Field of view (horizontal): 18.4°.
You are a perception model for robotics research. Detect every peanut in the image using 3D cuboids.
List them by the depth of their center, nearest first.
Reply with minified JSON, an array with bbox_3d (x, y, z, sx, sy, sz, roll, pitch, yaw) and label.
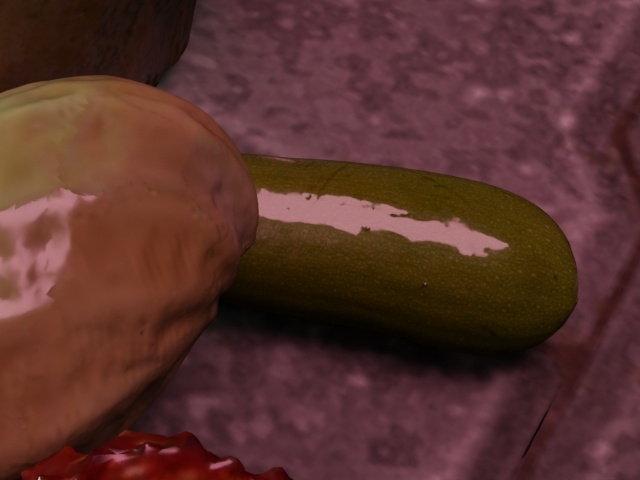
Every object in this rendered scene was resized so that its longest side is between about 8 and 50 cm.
[{"bbox_3d":[-0.152,0.034,0.627,0.290,0.130,0.130,-19,59,-21],"label":"peanut"}]

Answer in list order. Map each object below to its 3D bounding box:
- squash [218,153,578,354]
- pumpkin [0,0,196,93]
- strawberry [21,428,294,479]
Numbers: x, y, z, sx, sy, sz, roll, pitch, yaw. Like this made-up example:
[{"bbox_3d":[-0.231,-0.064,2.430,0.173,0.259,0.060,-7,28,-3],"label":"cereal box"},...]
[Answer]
[{"bbox_3d":[0.000,0.000,0.743,0.201,0.066,0.066,10,50,-3],"label":"squash"},{"bbox_3d":[-0.157,-0.213,0.723,0.332,0.199,0.332,22,39,-19],"label":"pumpkin"},{"bbox_3d":[-0.053,0.157,0.579,0.286,0.106,0.188,21,71,-17],"label":"strawberry"}]
